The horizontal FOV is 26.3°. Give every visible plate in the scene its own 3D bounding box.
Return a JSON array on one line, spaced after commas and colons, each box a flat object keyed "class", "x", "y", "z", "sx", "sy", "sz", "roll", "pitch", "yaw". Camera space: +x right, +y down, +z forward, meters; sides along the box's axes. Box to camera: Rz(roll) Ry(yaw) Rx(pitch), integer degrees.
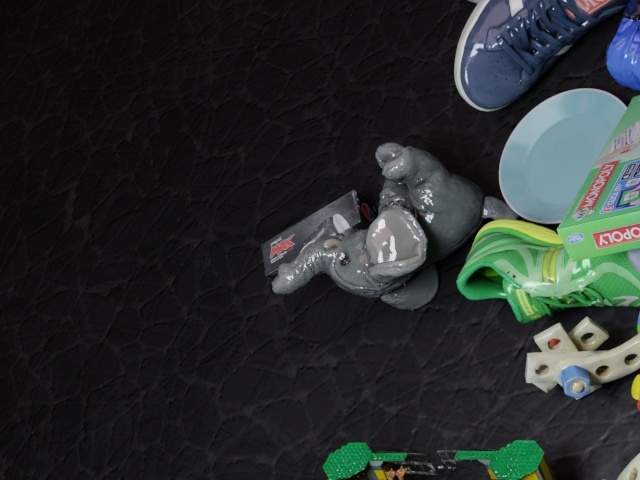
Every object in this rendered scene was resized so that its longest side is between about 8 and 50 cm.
[{"class": "plate", "x": 0.308, "y": -0.102, "z": 1.699, "sx": 0.188, "sy": 0.024, "sz": 0.188, "roll": -20, "pitch": 54, "yaw": 30}]

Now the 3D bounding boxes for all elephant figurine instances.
[{"class": "elephant figurine", "x": 0.090, "y": 0.011, "z": 1.738, "sx": 0.239, "sy": 0.169, "sz": 0.186, "roll": -59, "pitch": 29, "yaw": -11}]

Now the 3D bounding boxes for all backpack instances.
[{"class": "backpack", "x": 0.403, "y": -0.237, "z": 1.642, "sx": 0.101, "sy": 0.098, "sz": 0.120, "roll": 29, "pitch": 86, "yaw": 43}]

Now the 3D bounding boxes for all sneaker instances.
[{"class": "sneaker", "x": 0.278, "y": 0.050, "z": 1.569, "sx": 0.295, "sy": 0.109, "sz": 0.123, "roll": 4, "pitch": 47, "yaw": 51}, {"class": "sneaker", "x": 0.308, "y": -0.299, "z": 1.715, "sx": 0.350, "sy": 0.131, "sz": 0.148, "roll": -51, "pitch": 22, "yaw": 7}]

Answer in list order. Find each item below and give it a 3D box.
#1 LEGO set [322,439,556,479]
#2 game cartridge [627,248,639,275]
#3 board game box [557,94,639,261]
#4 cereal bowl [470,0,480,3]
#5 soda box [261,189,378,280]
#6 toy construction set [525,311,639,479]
[{"class": "LEGO set", "x": 0.127, "y": 0.363, "z": 1.524, "sx": 0.331, "sy": 0.192, "sz": 0.255, "roll": -11, "pitch": 30, "yaw": 27}, {"class": "game cartridge", "x": 0.485, "y": 0.019, "z": 1.376, "sx": 0.294, "sy": 0.060, "sz": 0.196, "roll": -23, "pitch": 43, "yaw": -4}, {"class": "board game box", "x": 0.401, "y": -0.096, "z": 1.478, "sx": 0.213, "sy": 0.046, "sz": 0.317, "roll": -15, "pitch": 23, "yaw": 36}, {"class": "cereal bowl", "x": 0.263, "y": -0.502, "z": 1.887, "sx": 0.339, "sy": 0.141, "sz": 0.339, "roll": -22, "pitch": 53, "yaw": 32}, {"class": "soda box", "x": 0.000, "y": 0.000, "z": 1.893, "sx": 0.169, "sy": 0.053, "sz": 0.060, "roll": -31, "pitch": 49, "yaw": 26}, {"class": "toy construction set", "x": 0.343, "y": 0.186, "z": 1.433, "sx": 0.215, "sy": 0.151, "sz": 0.328, "roll": -65, "pitch": 30, "yaw": 29}]
